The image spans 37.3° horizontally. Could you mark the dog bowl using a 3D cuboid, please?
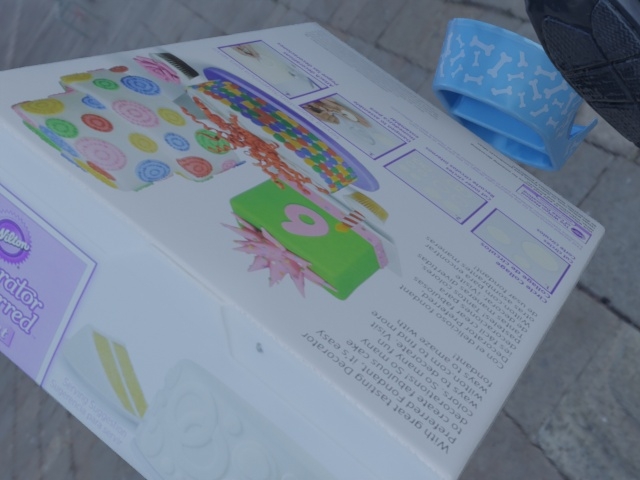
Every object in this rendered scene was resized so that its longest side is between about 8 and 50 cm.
[{"bbox_3d":[0.214,-0.152,1.060,0.165,0.297,0.074,27,90,20],"label":"dog bowl"}]

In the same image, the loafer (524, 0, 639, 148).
[{"bbox_3d":[0.171,-0.177,0.586,0.095,0.302,0.109,-48,19,-9],"label":"loafer"}]

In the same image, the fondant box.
[{"bbox_3d":[0.000,0.000,0.491,0.096,0.238,0.330,-58,-12,26],"label":"fondant box"}]
